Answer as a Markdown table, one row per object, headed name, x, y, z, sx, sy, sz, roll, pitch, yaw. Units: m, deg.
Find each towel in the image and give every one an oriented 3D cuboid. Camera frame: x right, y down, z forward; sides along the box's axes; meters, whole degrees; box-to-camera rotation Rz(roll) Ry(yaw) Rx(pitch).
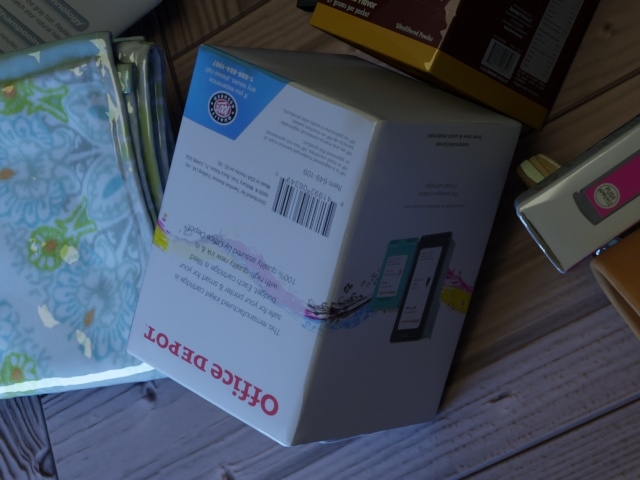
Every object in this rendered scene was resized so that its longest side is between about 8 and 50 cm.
| name | x | y | z | sx | sy | sz | roll | pitch | yaw |
| --- | --- | --- | --- | --- | --- | --- | --- | --- | --- |
| towel | -0.286 | -0.012 | 1.741 | 0.374 | 0.090 | 0.320 | -9 | 95 | 26 |

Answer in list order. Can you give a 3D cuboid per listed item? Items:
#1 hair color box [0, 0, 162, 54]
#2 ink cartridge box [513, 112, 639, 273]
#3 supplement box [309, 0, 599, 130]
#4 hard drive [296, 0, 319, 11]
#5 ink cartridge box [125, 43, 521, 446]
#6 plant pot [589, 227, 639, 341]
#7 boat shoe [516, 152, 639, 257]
| name | x | y | z | sx | sy | sz | roll | pitch | yaw |
| --- | --- | --- | --- | --- | --- | --- | --- | --- | --- |
| hair color box | -0.349 | -0.217 | 1.837 | 0.374 | 0.185 | 0.113 | -34 | 34 | 24 |
| ink cartridge box | 0.305 | -0.108 | 1.349 | 0.371 | 0.176 | 0.069 | -37 | 89 | 6 |
| supplement box | 0.126 | -0.220 | 1.519 | 0.129 | 0.191 | 0.194 | 26 | 94 | 36 |
| hard drive | 0.029 | -0.277 | 1.703 | 0.094 | 0.022 | 0.135 | 4 | 82 | 35 |
| ink cartridge box | 0.000 | 0.000 | 1.521 | 0.198 | 0.197 | 0.270 | 27 | 108 | 36 |
| plant pot | 0.349 | 0.069 | 1.263 | 0.203 | 0.291 | 0.291 | -38 | 60 | 4 |
| boat shoe | 0.240 | -0.015 | 1.480 | 0.072 | 0.068 | 0.190 | -47 | 67 | 2 |
